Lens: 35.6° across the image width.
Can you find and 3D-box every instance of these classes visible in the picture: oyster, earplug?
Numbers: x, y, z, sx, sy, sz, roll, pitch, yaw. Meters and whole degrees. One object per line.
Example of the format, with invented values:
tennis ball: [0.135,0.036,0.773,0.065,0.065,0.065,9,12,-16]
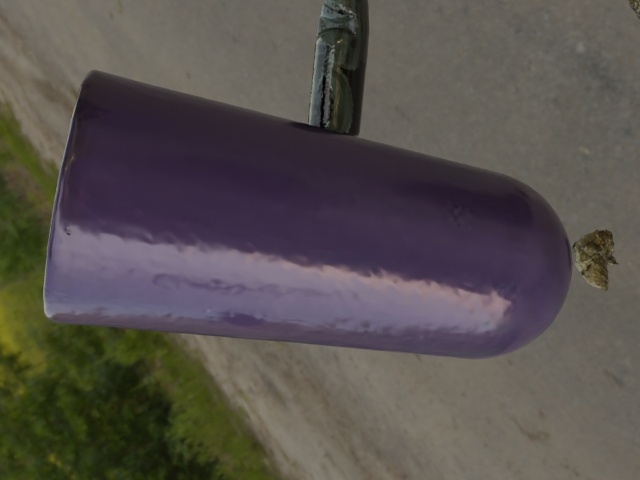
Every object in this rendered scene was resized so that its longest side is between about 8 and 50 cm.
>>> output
oyster: [0.315,0.020,1.096,0.038,0.081,0.083,-46,41,31]
earplug: [0.000,0.000,0.874,0.215,0.456,0.215,-170,90,-80]

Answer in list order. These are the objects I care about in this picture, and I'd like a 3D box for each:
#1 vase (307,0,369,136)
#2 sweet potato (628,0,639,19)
vase: [0.025,-0.219,1.082,0.060,0.060,0.211,13,97,62]
sweet potato: [0.326,-0.241,0.990,0.153,0.041,0.038,-88,5,-56]
